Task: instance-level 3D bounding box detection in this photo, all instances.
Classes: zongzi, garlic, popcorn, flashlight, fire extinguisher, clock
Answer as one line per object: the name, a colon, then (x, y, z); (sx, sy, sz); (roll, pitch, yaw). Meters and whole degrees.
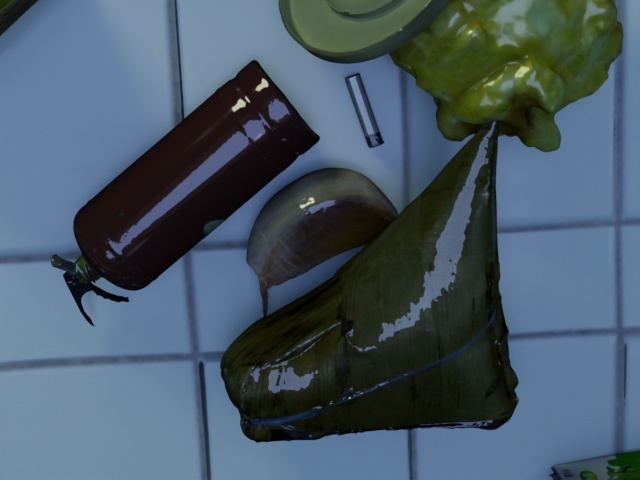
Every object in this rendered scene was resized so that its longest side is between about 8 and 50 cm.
zongzi: (0.046, 0.050, 1.278); (0.322, 0.160, 0.361); (-7, 122, -6)
garlic: (-0.012, -0.002, 1.339); (0.198, 0.090, 0.129); (-34, 116, 1)
popcorn: (0.192, -0.219, 1.250); (0.256, 0.195, 0.255); (-6, 108, -21)
flashlight: (0.049, -0.144, 1.342); (0.018, 0.018, 0.083); (-20, 103, 0)
fire extinguisher: (-0.158, -0.040, 1.309); (0.337, 0.114, 0.135); (-39, 136, 5)
clock: (0.053, -0.290, 1.219); (0.235, 0.235, 0.029); (-51, 137, 8)

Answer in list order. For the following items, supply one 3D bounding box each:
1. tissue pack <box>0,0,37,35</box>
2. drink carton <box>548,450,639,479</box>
tissue pack: (-0.418, -0.317, 1.204); (0.200, 0.167, 0.275); (-41, 102, 5)
drink carton: (0.411, 0.313, 1.390); (0.271, 0.161, 0.108); (-10, 103, 1)
